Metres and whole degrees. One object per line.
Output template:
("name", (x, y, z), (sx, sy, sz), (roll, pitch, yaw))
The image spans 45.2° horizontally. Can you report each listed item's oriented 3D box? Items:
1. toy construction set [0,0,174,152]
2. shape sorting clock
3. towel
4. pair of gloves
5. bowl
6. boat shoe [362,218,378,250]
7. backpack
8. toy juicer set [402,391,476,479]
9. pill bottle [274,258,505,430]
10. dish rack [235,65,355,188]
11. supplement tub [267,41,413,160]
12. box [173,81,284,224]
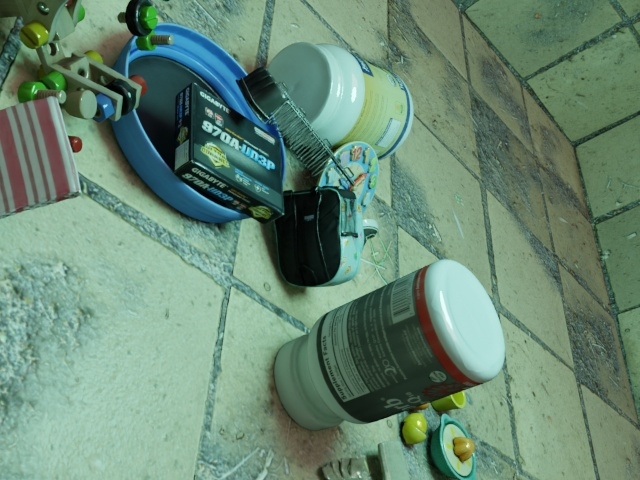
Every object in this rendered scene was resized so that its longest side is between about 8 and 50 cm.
("toy construction set", (-0.410, -0.276, 1.135), (0.257, 0.237, 0.309), (68, 33, -58))
("shape sorting clock", (0.062, -0.117, 1.679), (0.206, 0.040, 0.206), (-24, 124, -42))
("towel", (-0.411, -0.093, 0.973), (0.029, 0.197, 0.144), (90, -17, -75))
("pair of gloves", (0.101, 0.480, 1.394), (0.240, 0.042, 0.204), (1, 69, -53))
("bowl", (-0.222, -0.210, 1.415), (0.391, 0.077, 0.391), (34, 42, -38))
("boat shoe", (0.056, 0.002, 1.661), (0.219, 0.078, 0.070), (-10, 75, -49))
("backpack", (0.000, 0.000, 1.489), (0.144, 0.166, 0.188), (14, 73, -59))
("toy juicer set", (0.263, 0.437, 1.612), (0.209, 0.089, 0.329), (26, 47, -44))
("pill bottle", (0.109, 0.192, 1.314), (0.210, 0.363, 0.210), (34, 41, -36))
("dish rack", (-0.041, -0.203, 1.458), (0.271, 0.074, 0.208), (48, 8, -28))
("supplement tub", (0.040, -0.306, 1.717), (0.316, 0.228, 0.228), (7, 61, -53))
("box", (-0.157, -0.147, 1.338), (0.220, 0.051, 0.175), (30, 44, -41))
